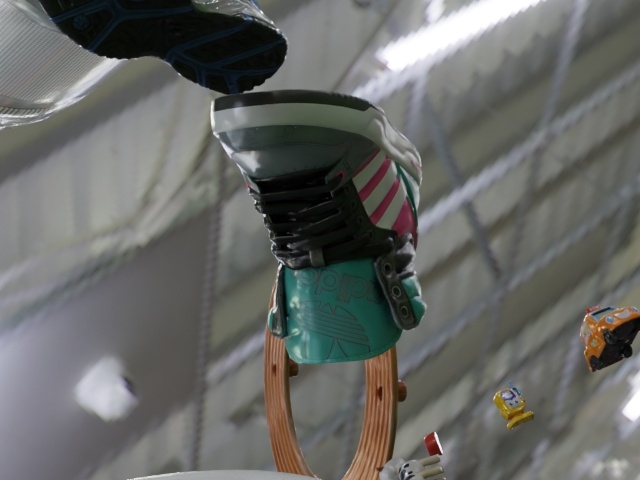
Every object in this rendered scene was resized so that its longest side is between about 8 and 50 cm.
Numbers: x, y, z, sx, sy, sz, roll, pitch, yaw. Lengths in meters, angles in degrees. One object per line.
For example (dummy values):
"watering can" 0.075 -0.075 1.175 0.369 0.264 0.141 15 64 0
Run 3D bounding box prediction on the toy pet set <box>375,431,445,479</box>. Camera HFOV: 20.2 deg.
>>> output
"toy pet set" 0.060 0.194 1.063 0.065 0.122 0.114 -20 13 6

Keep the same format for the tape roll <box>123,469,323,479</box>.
"tape roll" -0.146 0.280 1.446 0.392 0.392 0.072 -21 -73 -48

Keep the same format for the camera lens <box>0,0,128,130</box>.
"camera lens" -0.221 -0.221 1.392 0.219 0.219 0.274 -31 2 -38

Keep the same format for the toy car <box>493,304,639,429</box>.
"toy car" 0.177 0.082 1.303 0.122 0.040 0.060 -28 -30 -13

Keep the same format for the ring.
"ring" 0.014 0.146 1.880 0.032 0.337 0.337 0 -49 -23

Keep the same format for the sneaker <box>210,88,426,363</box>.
"sneaker" 0.000 0.000 1.329 0.295 0.123 0.178 25 -117 -65

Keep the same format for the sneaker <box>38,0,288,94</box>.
"sneaker" -0.112 -0.160 1.137 0.080 0.081 0.211 -40 -38 19
